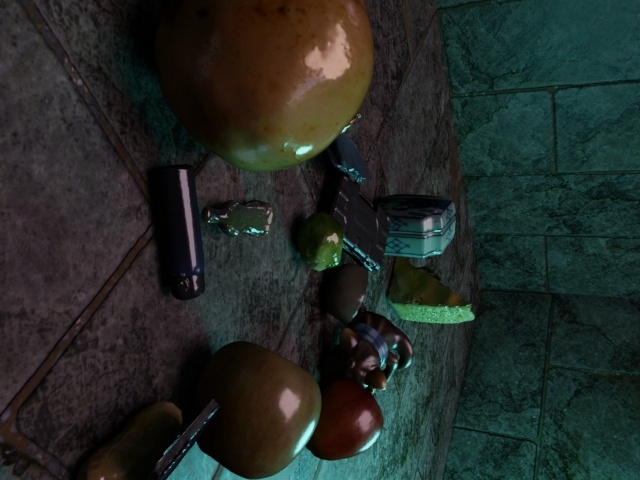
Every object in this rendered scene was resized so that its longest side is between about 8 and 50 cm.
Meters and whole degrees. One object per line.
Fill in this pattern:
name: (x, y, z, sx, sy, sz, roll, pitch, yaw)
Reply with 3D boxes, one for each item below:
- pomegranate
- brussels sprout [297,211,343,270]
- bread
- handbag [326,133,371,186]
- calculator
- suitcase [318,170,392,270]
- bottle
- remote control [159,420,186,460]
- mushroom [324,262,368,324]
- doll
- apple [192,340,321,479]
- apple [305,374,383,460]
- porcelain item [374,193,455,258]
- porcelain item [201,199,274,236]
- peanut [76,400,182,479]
pomegranate: (-0.082, -0.310, 1.005, 0.411, 0.412, 0.411, -8, 98, -64)
brussels sprout: (-0.004, -0.002, 1.492, 0.118, 0.155, 0.155, 17, 73, -27)
bread: (0.436, 0.182, 2.213, 0.248, 0.316, 0.278, 58, 32, -51)
handbag: (0.072, -0.244, 1.632, 0.221, 0.057, 0.144, 26, 35, -62)
calculator: (-0.257, 0.383, 0.945, 0.261, 0.021, 0.161, -56, 174, 35)
suitcase: (0.106, -0.053, 1.697, 0.285, 0.066, 0.206, 39, 55, -39)
bottle: (-0.255, -0.014, 1.032, 0.082, 0.072, 0.244, -72, 158, -76)
remote control: (-0.288, 0.382, 1.061, 0.096, 0.014, 0.039, -44, 130, -53)
mushroom: (0.071, 0.142, 1.667, 0.117, 0.141, 0.188, 37, 47, -18)
doll: (0.134, 0.357, 1.750, 0.317, 0.209, 0.340, 56, 28, 1)
apple: (-0.134, 0.332, 1.111, 0.233, 0.257, 0.257, -59, 146, -14)
apple: (0.044, 0.475, 1.515, 0.234, 0.234, 0.233, -8, 98, -64)
porcelain item: (0.307, -0.061, 1.942, 0.286, 0.282, 0.157, -36, 125, -56)
porcelain item: (-0.181, -0.046, 1.187, 0.216, 0.069, 0.081, -5, 108, -65)
peanut: (-0.309, 0.350, 0.941, 0.214, 0.100, 0.099, -51, 136, -59)
